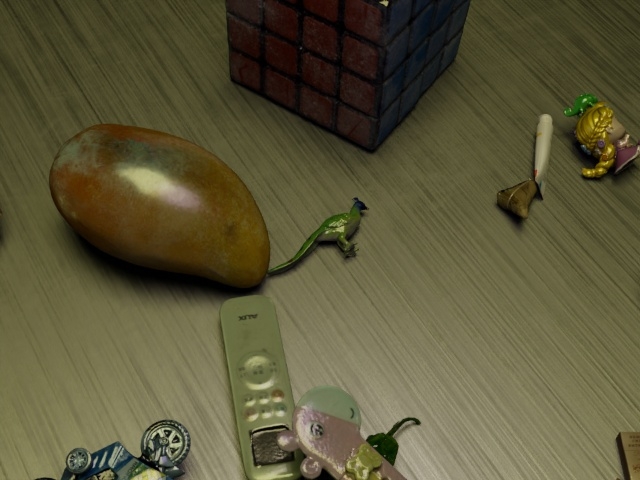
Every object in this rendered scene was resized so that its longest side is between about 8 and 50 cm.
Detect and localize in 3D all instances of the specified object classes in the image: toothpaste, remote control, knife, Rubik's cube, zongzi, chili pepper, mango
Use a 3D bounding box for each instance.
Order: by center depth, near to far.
[{"bbox_3d":[0.113,0.348,1.254,0.398,0.038,0.132,43,58,7],"label":"knife"},{"bbox_3d":[0.066,0.342,1.302,0.122,0.065,0.279,19,54,-6],"label":"chili pepper"},{"bbox_3d":[-0.087,0.214,1.407,0.090,0.038,0.309,-6,53,-8],"label":"remote control"},{"bbox_3d":[-0.245,-0.054,1.513,0.384,0.199,0.221,31,48,4],"label":"mango"},{"bbox_3d":[0.352,-0.070,1.645,0.076,0.040,0.083,-25,34,-19],"label":"zongzi"},{"bbox_3d":[0.397,-0.156,1.729,0.031,0.048,0.190,-7,45,25],"label":"toothpaste"},{"bbox_3d":[0.056,-0.432,1.732,0.343,0.344,0.337,31,56,17],"label":"Rubik's cube"}]

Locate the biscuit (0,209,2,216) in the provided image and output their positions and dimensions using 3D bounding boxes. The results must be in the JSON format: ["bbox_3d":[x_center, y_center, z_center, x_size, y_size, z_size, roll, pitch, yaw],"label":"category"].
[{"bbox_3d":[-0.637,-0.042,1.543,0.259,0.079,0.259,2,52,-3],"label":"biscuit"}]

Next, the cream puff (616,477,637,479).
[{"bbox_3d":[0.359,0.446,1.134,0.350,0.228,0.350,-4,70,12],"label":"cream puff"}]

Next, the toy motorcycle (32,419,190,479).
[{"bbox_3d":[-0.277,0.338,1.268,0.254,0.092,0.135,-24,66,-10],"label":"toy motorcycle"}]

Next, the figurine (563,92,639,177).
[{"bbox_3d":[0.489,-0.185,1.729,0.115,0.095,0.156,-33,78,-2],"label":"figurine"}]

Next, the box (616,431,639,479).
[{"bbox_3d":[0.456,0.313,1.374,0.053,0.024,0.083,2,53,-2],"label":"box"}]

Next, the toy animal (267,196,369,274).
[{"bbox_3d":[0.013,0.009,1.574,0.075,0.041,0.217,37,62,24],"label":"toy animal"}]
